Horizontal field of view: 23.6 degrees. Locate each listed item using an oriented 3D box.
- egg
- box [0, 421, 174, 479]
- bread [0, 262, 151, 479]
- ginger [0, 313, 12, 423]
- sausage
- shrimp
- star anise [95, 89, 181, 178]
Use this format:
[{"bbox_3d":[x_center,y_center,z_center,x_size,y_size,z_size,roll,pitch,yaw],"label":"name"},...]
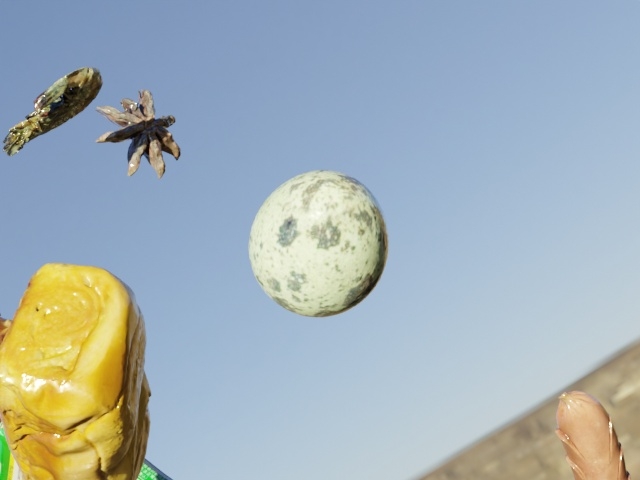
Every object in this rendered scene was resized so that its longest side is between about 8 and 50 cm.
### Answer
[{"bbox_3d":[0.000,0.000,1.436,0.132,0.132,0.172,-26,-21,-21],"label":"egg"},{"bbox_3d":[-0.296,0.318,1.928,0.103,0.250,0.180,-44,-18,-39],"label":"box"},{"bbox_3d":[-0.241,0.160,1.524,0.132,0.167,0.294,4,-34,1],"label":"bread"},{"bbox_3d":[-0.459,0.206,2.323,0.176,0.254,0.418,-46,17,-30],"label":"ginger"},{"bbox_3d":[0.415,0.368,2.249,0.088,0.088,0.433,-29,-52,-9],"label":"sausage"},{"bbox_3d":[-0.343,-0.170,1.935,0.161,0.034,0.091,-40,-21,-19],"label":"shrimp"},{"bbox_3d":[-0.247,-0.151,2.144,0.141,0.141,0.042,-20,-4,-42],"label":"star anise"}]
